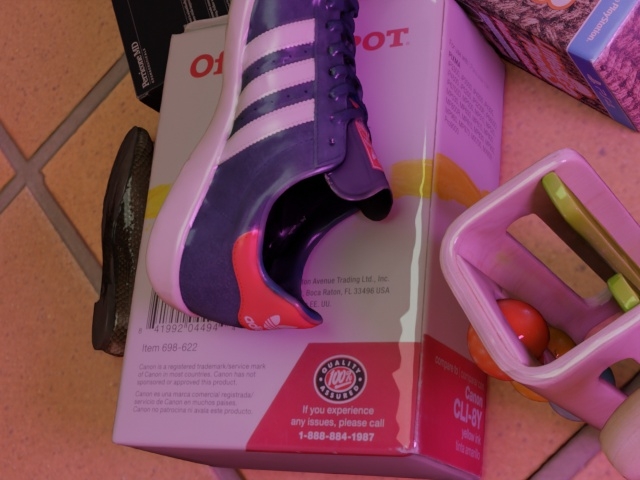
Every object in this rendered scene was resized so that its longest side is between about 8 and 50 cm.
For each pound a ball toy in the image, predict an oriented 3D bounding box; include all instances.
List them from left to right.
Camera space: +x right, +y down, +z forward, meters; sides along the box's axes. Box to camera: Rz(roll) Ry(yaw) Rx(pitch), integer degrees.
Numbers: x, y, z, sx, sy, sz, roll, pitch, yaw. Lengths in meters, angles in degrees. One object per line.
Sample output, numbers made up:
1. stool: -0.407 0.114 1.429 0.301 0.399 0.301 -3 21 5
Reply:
1. pound a ball toy: 0.192 0.086 0.755 0.136 0.319 0.208 -36 59 15

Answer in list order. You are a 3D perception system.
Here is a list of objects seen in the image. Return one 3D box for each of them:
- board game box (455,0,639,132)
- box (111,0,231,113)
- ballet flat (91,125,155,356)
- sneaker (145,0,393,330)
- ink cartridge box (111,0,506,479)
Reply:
1. board game box: 0.208 -0.273 0.982 0.291 0.141 0.232 37 93 35
2. box: -0.120 -0.273 1.199 0.184 0.103 0.261 -27 62 16
3. ballet flat: -0.190 0.000 1.176 0.084 0.058 0.250 139 138 -55
4. sneaker: 0.000 -0.095 0.866 0.148 0.131 0.350 17 87 25
5. ink cartridge box: 0.000 0.000 0.995 0.279 0.160 0.384 -3 71 29
